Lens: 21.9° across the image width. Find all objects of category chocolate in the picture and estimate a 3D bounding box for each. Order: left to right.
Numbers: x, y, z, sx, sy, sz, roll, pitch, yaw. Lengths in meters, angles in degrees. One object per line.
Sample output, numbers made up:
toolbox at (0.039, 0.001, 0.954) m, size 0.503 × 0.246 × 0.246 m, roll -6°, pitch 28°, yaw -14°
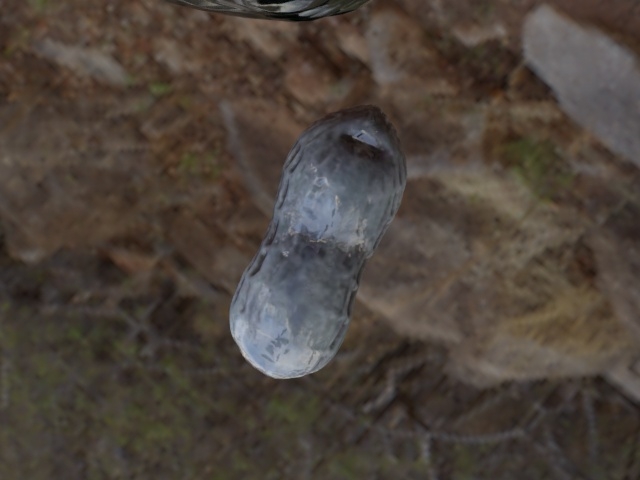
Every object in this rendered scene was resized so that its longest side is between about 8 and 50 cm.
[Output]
chocolate at (0.000, 0.000, 0.950) m, size 0.072 × 0.167 × 0.072 m, roll 20°, pitch 177°, yaw 1°

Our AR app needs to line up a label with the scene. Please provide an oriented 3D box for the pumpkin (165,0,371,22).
pumpkin at (0.027, -0.215, 0.555) m, size 0.241 × 0.323 × 0.323 m, roll 62°, pitch 162°, yaw 3°
